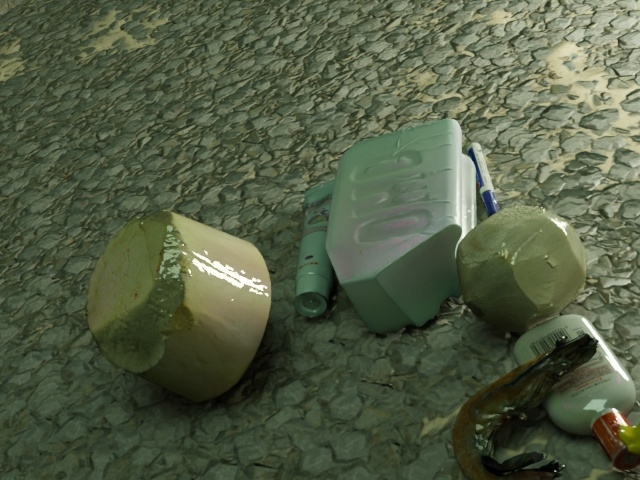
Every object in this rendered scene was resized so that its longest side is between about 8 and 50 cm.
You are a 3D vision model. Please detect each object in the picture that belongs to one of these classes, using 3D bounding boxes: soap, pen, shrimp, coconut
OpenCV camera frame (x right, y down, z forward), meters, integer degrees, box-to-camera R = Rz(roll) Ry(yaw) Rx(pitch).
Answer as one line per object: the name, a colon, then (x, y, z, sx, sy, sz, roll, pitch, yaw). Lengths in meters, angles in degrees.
soap: (0.120, -0.025, 1.424, 0.208, 0.115, 0.346, -14, 36, 19)
pen: (0.261, -0.095, 1.534, 0.025, 0.025, 0.204, -14, 37, 9)
shrimp: (0.244, 0.198, 1.093, 0.219, 0.046, 0.152, -42, 34, 10)
coconut: (-0.180, 0.092, 1.334, 0.239, 0.244, 0.239, -28, 47, 35)
coconut: (0.257, 0.041, 1.252, 0.162, 0.161, 0.161, -40, 41, -23)

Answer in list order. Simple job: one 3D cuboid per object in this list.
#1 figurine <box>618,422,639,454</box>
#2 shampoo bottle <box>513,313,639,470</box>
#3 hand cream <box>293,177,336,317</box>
figurine: (0.409, 0.228, 1.001, 0.130, 0.109, 0.178, -34, 57, -13)
shampoo bottle: (0.314, 0.178, 1.134, 0.108, 0.051, 0.221, -24, 37, 1)
hand cream: (0.000, 0.000, 1.519, 0.085, 0.058, 0.331, -25, 28, 22)
